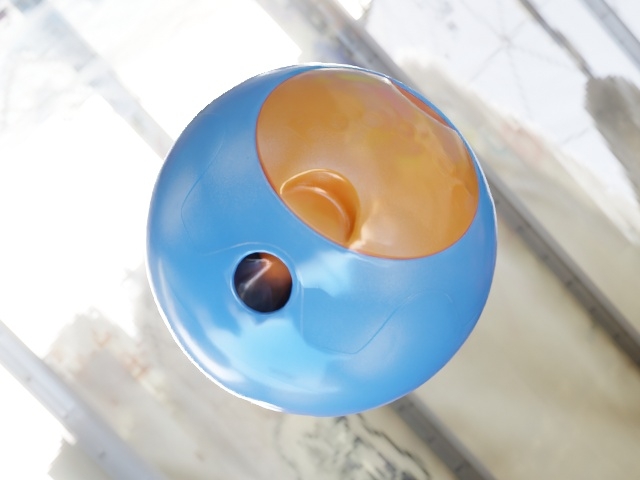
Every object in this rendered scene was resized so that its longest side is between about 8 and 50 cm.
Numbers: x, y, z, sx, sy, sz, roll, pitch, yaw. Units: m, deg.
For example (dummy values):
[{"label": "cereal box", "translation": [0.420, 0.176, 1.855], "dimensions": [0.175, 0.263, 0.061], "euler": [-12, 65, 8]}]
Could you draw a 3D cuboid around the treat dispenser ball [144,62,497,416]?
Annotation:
[{"label": "treat dispenser ball", "translation": [0.000, 0.000, 1.140], "dimensions": [0.288, 0.288, 0.288], "euler": [-42, -170, 9]}]
